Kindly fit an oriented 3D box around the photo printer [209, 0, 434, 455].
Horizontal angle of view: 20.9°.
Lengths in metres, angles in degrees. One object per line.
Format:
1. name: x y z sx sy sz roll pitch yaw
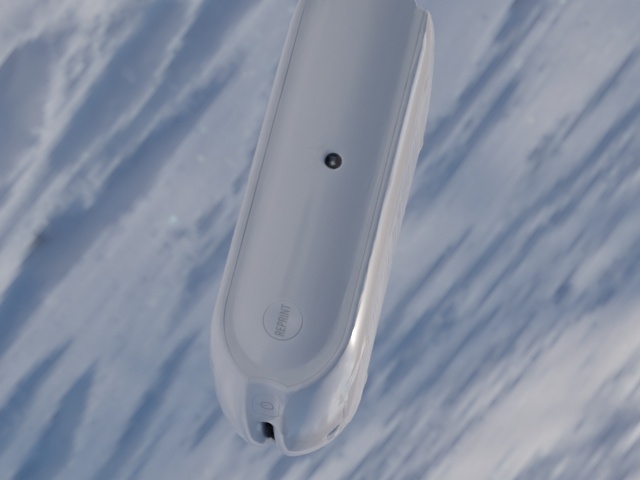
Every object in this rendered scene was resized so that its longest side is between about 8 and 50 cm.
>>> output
1. photo printer: 0.000 0.000 1.250 0.256 0.107 0.308 83 21 -76
